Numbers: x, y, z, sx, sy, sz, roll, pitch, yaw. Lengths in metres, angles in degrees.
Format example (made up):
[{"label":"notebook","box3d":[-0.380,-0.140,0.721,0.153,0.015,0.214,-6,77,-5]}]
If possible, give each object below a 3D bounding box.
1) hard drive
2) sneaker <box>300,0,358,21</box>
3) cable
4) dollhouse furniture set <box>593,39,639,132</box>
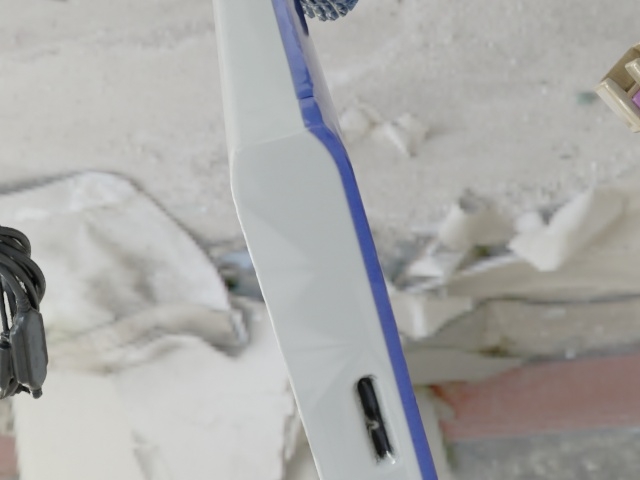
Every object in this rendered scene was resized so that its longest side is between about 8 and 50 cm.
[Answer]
[{"label":"hard drive","box3d":[0.000,0.000,0.609,0.040,0.318,0.210,-16,113,1]},{"label":"sneaker","box3d":[-0.019,-0.166,0.780,0.135,0.058,0.052,32,173,42]},{"label":"cable","box3d":[-0.271,0.042,1.015,0.150,0.047,0.184,7,126,12]},{"label":"dollhouse furniture set","box3d":[0.470,-0.203,1.386,0.198,0.286,0.303,43,175,-2]}]
